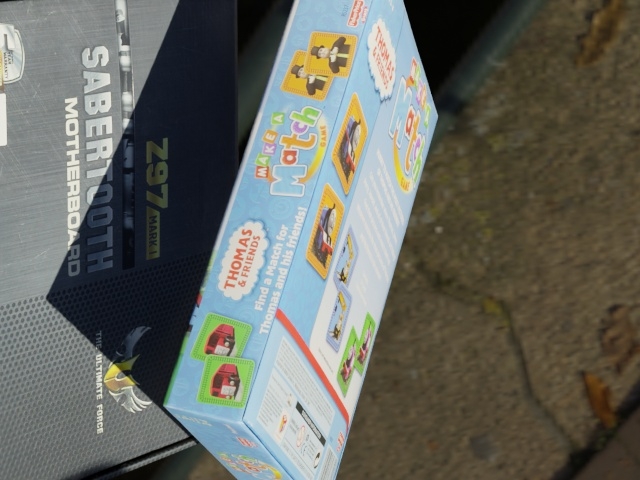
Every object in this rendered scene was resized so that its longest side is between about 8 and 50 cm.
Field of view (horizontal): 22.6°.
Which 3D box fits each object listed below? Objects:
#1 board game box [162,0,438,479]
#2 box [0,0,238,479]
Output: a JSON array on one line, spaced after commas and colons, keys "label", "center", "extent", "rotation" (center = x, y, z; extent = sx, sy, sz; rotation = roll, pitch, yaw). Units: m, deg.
[{"label": "board game box", "center": [0.000, 0.000, 0.706], "extent": [0.039, 0.160, 0.211], "rotation": [12, 70, 17]}, {"label": "box", "center": [-0.117, -0.004, 0.732], "extent": [0.059, 0.183, 0.233], "rotation": [12, 108, 38]}]
